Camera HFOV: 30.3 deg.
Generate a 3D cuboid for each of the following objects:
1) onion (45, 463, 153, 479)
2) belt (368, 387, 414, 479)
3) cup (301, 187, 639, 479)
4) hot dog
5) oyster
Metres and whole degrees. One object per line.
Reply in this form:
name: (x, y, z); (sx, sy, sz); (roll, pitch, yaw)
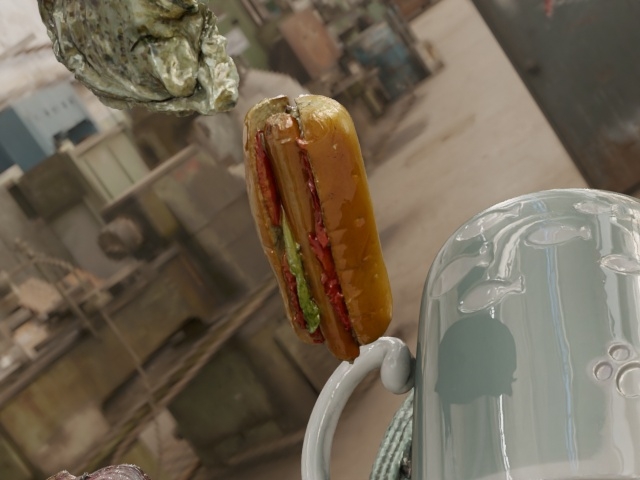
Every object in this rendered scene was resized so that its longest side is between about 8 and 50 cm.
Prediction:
onion: (-0.296, 0.372, 1.512); (0.206, 0.151, 0.098); (-38, -29, -11)
belt: (0.161, 0.241, 1.182); (0.206, 0.160, 0.295); (21, 61, 35)
cup: (0.154, 0.131, 0.948); (0.356, 0.259, 0.275); (-10, 50, 20)
hot dog: (0.000, 0.000, 0.872); (0.092, 0.236, 0.062); (-7, 33, 15)
oyster: (-0.172, -0.220, 1.081); (0.112, 0.268, 0.198); (-14, -4, -43)
